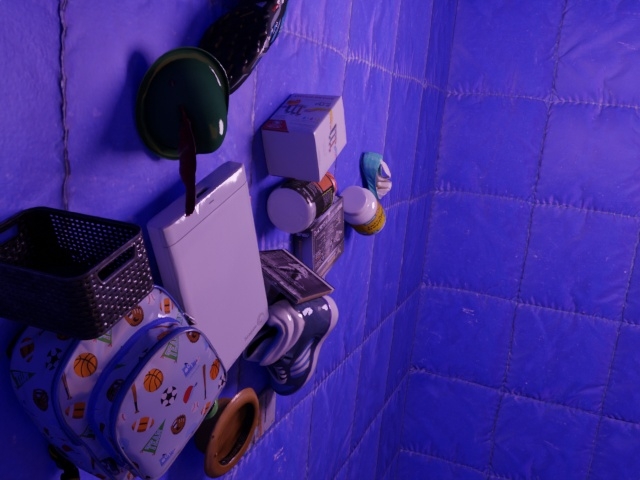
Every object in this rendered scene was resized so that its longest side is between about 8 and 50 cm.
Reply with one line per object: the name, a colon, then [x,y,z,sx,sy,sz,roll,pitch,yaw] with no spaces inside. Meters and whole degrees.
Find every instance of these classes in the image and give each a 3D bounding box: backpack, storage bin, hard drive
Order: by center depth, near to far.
storage bin: [-0.302,0.033,0.695,0.122,0.180,0.084,-52,145,-51]
backpack: [-0.275,0.182,0.822,0.276,0.213,0.263,-60,141,-36]
hard drive: [-0.185,0.067,1.076,0.233,0.047,0.353,-51,144,-47]

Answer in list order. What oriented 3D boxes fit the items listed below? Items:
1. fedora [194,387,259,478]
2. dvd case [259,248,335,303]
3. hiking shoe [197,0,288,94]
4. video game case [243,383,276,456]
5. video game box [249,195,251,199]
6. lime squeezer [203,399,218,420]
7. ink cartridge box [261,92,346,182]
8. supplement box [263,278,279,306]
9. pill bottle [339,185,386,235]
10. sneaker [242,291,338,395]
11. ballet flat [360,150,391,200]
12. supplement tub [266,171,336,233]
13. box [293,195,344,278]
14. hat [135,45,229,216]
fedora: [-0.205,0.394,1.254,0.194,0.079,0.194,-44,143,-48]
dvd case: [-0.070,0.077,1.358,0.018,0.164,0.221,-56,163,14]
hiking shoe: [-0.123,-0.366,1.081,0.132,0.113,0.304,77,36,-69]
video game case: [-0.155,0.444,1.497,0.166,0.015,0.119,-32,130,-63]
video game box: [-0.200,0.023,1.145,0.187,0.048,0.205,-30,127,-66]
lime squeezer: [-0.243,0.287,1.169,0.110,0.059,0.310,14,87,-39]
ink cartridge box: [-0.032,-0.236,1.347,0.176,0.128,0.127,-59,151,-45]
supplement box: [-0.124,0.120,1.397,0.062,0.036,0.098,39,65,-67]
pill bottle: [0.125,-0.094,1.837,0.208,0.117,0.118,40,62,-66]
sneaker: [-0.110,0.260,1.393,0.236,0.130,0.323,-7,134,-47]
ballet flat: [0.194,-0.200,2.008,0.247,0.087,0.083,71,35,-53]
supplement tub: [-0.037,-0.101,1.412,0.190,0.117,0.117,-43,138,-58]
box: [0.000,0.000,1.639,0.231,0.056,0.183,-49,144,-53]
hat: [-0.162,-0.168,0.900,0.173,0.183,0.208,-6,118,-45]
